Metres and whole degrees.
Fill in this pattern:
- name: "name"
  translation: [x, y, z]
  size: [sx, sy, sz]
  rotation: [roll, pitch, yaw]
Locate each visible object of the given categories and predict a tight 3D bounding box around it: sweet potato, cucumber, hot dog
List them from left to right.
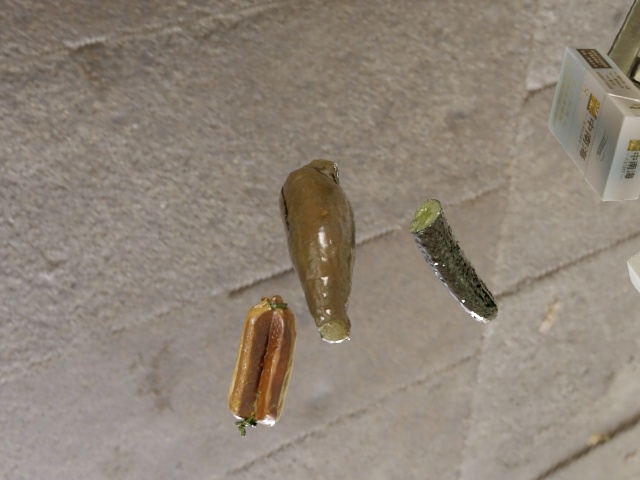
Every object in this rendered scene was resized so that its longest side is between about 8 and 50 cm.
- name: "hot dog"
  translation: [-0.070, 0.155, 1.454]
  size: [0.055, 0.072, 0.188]
  rotation: [-66, 171, -67]
- name: "sweet potato"
  translation: [0.007, -0.003, 1.347]
  size: [0.085, 0.286, 0.112]
  rotation: [-25, 130, 8]
- name: "cucumber"
  translation: [0.181, 0.039, 1.552]
  size: [0.058, 0.052, 0.215]
  rotation: [-38, 124, -3]

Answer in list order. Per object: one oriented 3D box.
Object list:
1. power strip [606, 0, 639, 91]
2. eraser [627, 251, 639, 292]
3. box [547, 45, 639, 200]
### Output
- name: "power strip"
  translation: [0.640, -0.328, 2.100]
  size: [0.257, 0.092, 0.251]
  rotation: [27, 84, -10]
- name: "eraser"
  translation: [0.554, 0.113, 1.637]
  size: [0.124, 0.279, 0.081]
  rotation: [-30, 143, 4]
- name: "box"
  translation: [0.445, -0.190, 1.858]
  size: [0.067, 0.243, 0.155]
  rotation: [-3, 124, -12]
